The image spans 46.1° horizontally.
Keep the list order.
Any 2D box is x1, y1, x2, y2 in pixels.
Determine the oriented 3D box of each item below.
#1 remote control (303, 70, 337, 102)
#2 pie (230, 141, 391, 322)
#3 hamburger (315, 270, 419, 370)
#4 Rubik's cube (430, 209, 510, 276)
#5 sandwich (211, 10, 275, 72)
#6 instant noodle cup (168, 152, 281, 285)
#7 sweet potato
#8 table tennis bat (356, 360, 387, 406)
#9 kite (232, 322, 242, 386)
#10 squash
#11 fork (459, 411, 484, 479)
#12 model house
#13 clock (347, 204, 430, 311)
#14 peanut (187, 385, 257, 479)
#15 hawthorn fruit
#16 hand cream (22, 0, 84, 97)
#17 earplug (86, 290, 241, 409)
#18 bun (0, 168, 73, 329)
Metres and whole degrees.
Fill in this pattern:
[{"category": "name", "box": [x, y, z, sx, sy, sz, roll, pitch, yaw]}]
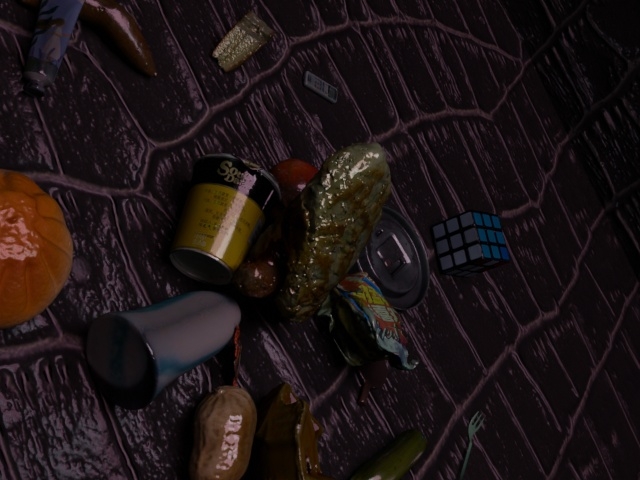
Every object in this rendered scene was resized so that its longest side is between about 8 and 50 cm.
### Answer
[{"category": "remote control", "box": [0.000, -0.441, 2.170, 0.124, 0.018, 0.053, 26, 55, -34]}, {"category": "pie", "box": [0.017, -0.016, 1.659, 0.180, 0.418, 0.395, 40, 1, 14]}, {"category": "hamburger", "box": [0.102, 0.212, 1.842, 0.260, 0.150, 0.276, 44, 16, -27]}, {"category": "Rubik's cube", "box": [0.456, 0.012, 2.300, 0.162, 0.163, 0.161, 8, 65, -47]}, {"category": "sandwich", "box": [-0.190, -0.533, 1.971, 0.090, 0.088, 0.244, 46, 45, -13]}, {"category": "instant noodle cup", "box": [-0.215, -0.038, 1.631, 0.215, 0.215, 0.236, 35, 57, -28]}, {"category": "sweet potato", "box": [-0.492, -0.488, 1.655, 0.346, 0.079, 0.108, 26, 66, -31]}, {"category": "table tennis bat", "box": [0.156, 0.325, 1.873, 0.107, 0.119, 0.170, 40, 45, -21]}, {"category": "kite", "box": [-0.176, 0.252, 1.613, 0.125, 0.008, 0.222, -81, 177, -73]}, {"category": "squash", "box": [0.155, 0.541, 1.793, 0.331, 0.087, 0.087, -20, 86, -47]}, {"category": "fork", "box": [0.407, 0.572, 2.078, 0.039, 0.021, 0.235, 46, 46, -13]}, {"category": "model house", "box": [-0.055, 0.411, 1.552, 0.173, 0.268, 0.239, 3, 66, -23]}, {"category": "clock", "box": [0.180, 0.052, 2.074, 0.312, 0.061, 0.313, 22, 56, -37]}, {"category": "peanut", "box": [-0.194, 0.390, 1.482, 0.129, 0.129, 0.224, 27, 51, -34]}, {"category": "hawthorn fruit", "box": [-0.065, -0.115, 1.838, 0.173, 0.173, 0.173, 22, 56, -37]}, {"category": "hand cream", "box": [-0.554, -0.421, 1.546, 0.091, 0.058, 0.271, 18, 68, -23]}, {"category": "earplug", "box": [-0.273, 0.186, 1.482, 0.324, 0.185, 0.185, -21, 86, -54]}, {"category": "bun", "box": [-0.556, -0.004, 1.287, 0.299, 0.164, 0.299, 23, 55, -38]}]
